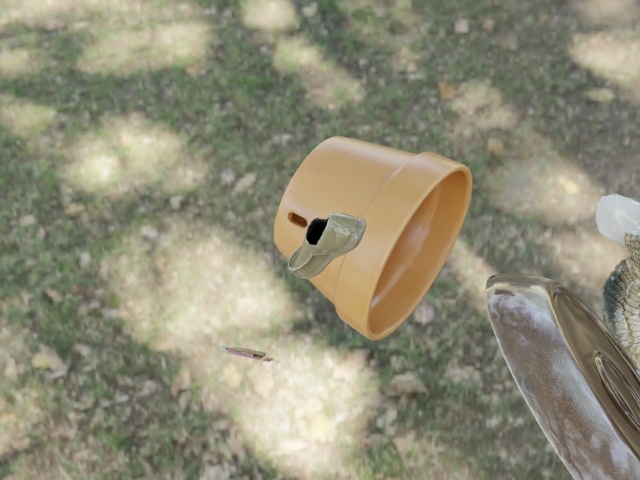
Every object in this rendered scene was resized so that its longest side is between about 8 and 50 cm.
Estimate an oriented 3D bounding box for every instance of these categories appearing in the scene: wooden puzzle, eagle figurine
[{"bbox_3d":[-0.108,0.166,1.844,0.083,0.049,0.006,11,93,7],"label":"wooden puzzle"},{"bbox_3d":[0.525,0.075,1.857,0.225,0.226,0.298,-5,53,27],"label":"eagle figurine"}]

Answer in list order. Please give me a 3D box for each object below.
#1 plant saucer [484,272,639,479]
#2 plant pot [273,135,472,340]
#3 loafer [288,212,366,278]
[{"bbox_3d":[0.257,0.149,1.124,0.050,0.310,0.310,-37,45,19],"label":"plant saucer"},{"bbox_3d":[0.066,-0.024,1.871,0.203,0.291,0.291,29,54,20],"label":"plant pot"},{"bbox_3d":[0.000,0.000,1.520,0.050,0.148,0.056,34,51,-17],"label":"loafer"}]
